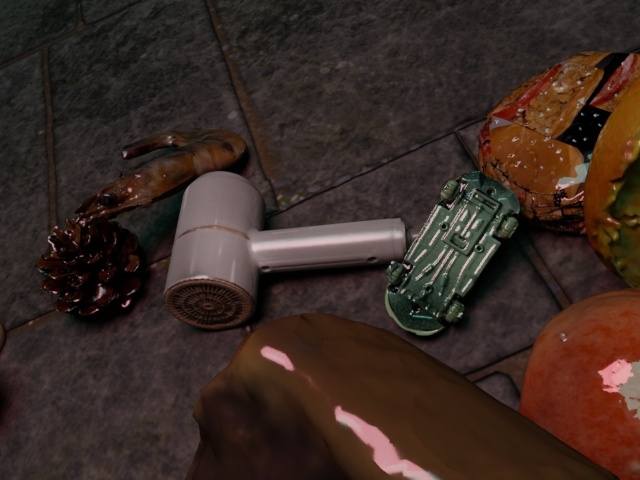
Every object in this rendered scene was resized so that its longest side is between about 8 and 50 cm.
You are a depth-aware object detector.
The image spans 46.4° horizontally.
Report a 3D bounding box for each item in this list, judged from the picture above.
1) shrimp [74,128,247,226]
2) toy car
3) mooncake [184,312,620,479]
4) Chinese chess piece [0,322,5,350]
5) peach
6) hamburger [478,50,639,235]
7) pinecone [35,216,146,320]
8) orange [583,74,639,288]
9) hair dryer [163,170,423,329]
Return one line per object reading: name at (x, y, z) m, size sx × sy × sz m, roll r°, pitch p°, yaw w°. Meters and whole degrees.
shrimp at (-0.232, -0.099, 1.002) m, size 0.169 × 0.058 × 0.296 m, roll 16°, pitch 33°, yaw 36°
toy car at (0.136, 0.014, 0.799) m, size 0.093 × 0.058 × 0.186 m, roll 33°, pitch 92°, yaw 7°
mooncake at (-0.012, 0.255, 0.471) m, size 0.394 × 0.393 × 0.246 m, roll -35°, pitch 49°, yaw -22°
Chinese chess piece at (-0.461, 0.135, 0.992) m, size 0.084 × 0.034 × 0.084 m, roll -10°, pitch 50°, yaw 12°
peach at (0.269, 0.137, 0.565) m, size 0.232 × 0.233 × 0.233 m, roll -11°, pitch 50°, yaw 14°
hamburger at (0.285, -0.113, 0.832) m, size 0.230 × 0.107 × 0.231 m, roll -11°, pitch 58°, yaw 17°
pinecone at (-0.291, 0.030, 0.947) m, size 0.140 × 0.121 × 0.140 m, roll -6°, pitch 57°, yaw 10°
orange at (0.397, -0.071, 0.641) m, size 0.334 × 0.263 × 0.196 m, roll -2°, pitch 43°, yaw 13°
hair dryer at (0.000, 0.000, 0.881) m, size 0.357 × 0.108 × 0.173 m, roll -4°, pitch 53°, yaw 9°
